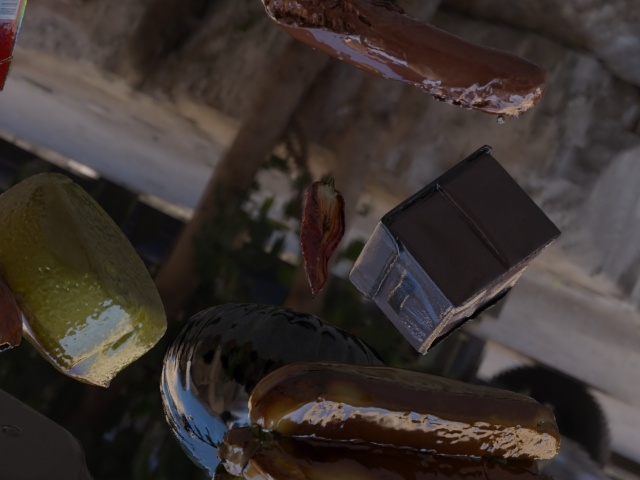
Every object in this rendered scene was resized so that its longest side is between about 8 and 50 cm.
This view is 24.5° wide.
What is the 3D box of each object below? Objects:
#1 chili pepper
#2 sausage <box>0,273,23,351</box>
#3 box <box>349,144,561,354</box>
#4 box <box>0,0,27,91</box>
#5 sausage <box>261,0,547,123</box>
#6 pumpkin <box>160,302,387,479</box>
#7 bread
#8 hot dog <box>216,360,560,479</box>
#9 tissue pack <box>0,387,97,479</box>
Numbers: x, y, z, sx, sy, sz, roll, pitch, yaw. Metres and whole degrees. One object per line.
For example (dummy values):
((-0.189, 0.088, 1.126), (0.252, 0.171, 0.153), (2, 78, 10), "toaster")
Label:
((0.000, 0.000, 1.448), (0.045, 0.027, 0.178), (34, -144, -25), "chili pepper")
((-0.335, 0.019, 1.160), (0.102, 0.102, 0.330), (30, 175, -39), "sausage")
((0.165, 0.018, 1.866), (0.153, 0.188, 0.252), (51, 161, 10), "box")
((-0.373, -0.269, 1.662), (0.048, 0.175, 0.112), (-2, -133, -31), "box")
((0.073, -0.203, 1.502), (0.327, 0.079, 0.087), (24, -148, 11), "sausage")
((-0.045, 0.165, 1.415), (0.250, 0.216, 0.250), (23, 149, 15), "pumpkin")
((-0.299, 0.047, 1.750), (0.270, 0.148, 0.270), (56, -175, -7), "bread")
((0.060, 0.172, 1.205), (0.337, 0.135, 0.100), (12, 169, -35), "hot dog")
((-0.296, 0.199, 0.645), (0.267, 0.276, 0.387), (30, -161, 20), "tissue pack")
